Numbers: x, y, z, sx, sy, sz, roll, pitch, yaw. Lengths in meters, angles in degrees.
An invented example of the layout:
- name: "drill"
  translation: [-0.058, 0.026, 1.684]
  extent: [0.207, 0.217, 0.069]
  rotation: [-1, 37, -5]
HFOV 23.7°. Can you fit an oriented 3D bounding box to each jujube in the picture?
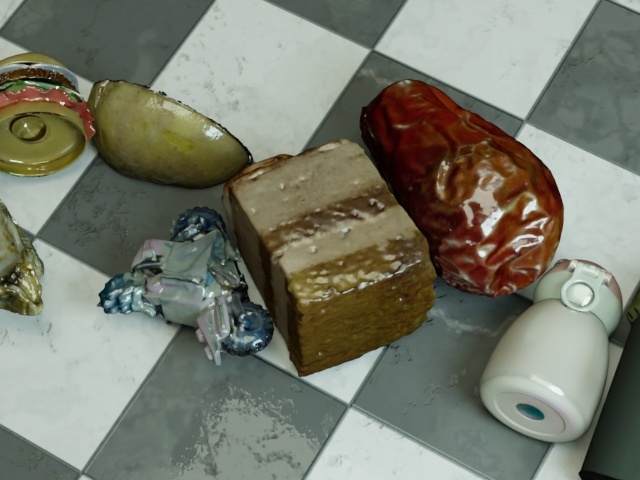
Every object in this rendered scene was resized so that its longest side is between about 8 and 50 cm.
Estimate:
- name: "jujube"
  translation: [0.178, -0.079, 2.015]
  extent: [0.216, 0.216, 0.342]
  rotation: [-29, 49, -13]

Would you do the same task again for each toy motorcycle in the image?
- name: "toy motorcycle"
  translation: [-0.189, 0.074, 2.003]
  extent: [0.204, 0.108, 0.239]
  rotation: [-20, 41, -13]

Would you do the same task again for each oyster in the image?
- name: "oyster"
  translation: [-0.465, -0.006, 2.051]
  extent: [0.341, 0.110, 0.166]
  rotation: [38, 64, 22]

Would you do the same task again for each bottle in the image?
- name: "bottle"
  translation: [0.308, 0.124, 1.939]
  extent: [0.147, 0.147, 0.236]
  rotation: [22, 60, 13]

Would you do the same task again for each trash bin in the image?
- name: "trash bin"
  translation: [0.455, 0.169, 1.854]
  extent: [0.214, 0.214, 0.334]
  rotation: [24, 75, 14]

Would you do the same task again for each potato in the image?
- name: "potato"
  translation: [-0.235, -0.140, 2.111]
  extent: [0.261, 0.120, 0.100]
  rotation: [23, 72, 14]

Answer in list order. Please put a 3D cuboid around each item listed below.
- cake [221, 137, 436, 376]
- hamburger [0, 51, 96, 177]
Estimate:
- name: "cake"
  translation: [0.000, 0.000, 1.990]
  extent: [0.199, 0.196, 0.293]
  rotation: [-24, 59, -12]
- name: "hamburger"
  translation: [-0.399, -0.182, 2.112]
  extent: [0.175, 0.175, 0.137]
  rotation: [-9, 56, -3]
